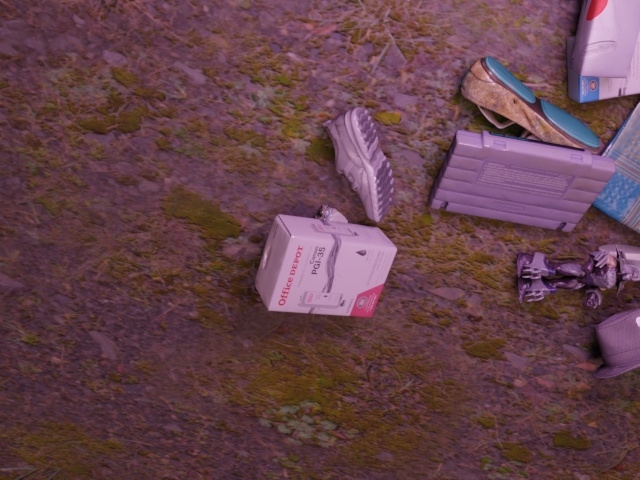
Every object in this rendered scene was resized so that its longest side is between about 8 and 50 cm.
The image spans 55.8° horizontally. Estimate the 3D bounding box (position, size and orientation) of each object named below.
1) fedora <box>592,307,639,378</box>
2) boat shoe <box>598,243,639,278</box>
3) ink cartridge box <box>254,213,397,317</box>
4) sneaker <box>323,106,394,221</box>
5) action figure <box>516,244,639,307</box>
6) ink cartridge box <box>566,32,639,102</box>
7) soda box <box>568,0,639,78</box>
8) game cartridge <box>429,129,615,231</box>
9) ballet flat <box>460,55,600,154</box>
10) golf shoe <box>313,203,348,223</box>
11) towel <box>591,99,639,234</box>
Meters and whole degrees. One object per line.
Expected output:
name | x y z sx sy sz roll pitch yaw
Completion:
fedora | 0.790 0.236 1.508 0.275 0.244 0.124 -24 79 13
boat shoe | 0.793 0.062 1.492 0.227 0.079 0.081 7 106 -4
ink cartridge box | 0.010 0.066 1.445 0.283 0.117 0.207 6 115 -26
sneaker | 0.093 -0.175 1.433 0.115 0.105 0.281 -3 116 35
action figure | 0.629 0.090 1.471 0.285 0.099 0.185 -3 129 21
ink cartridge box | 0.649 -0.391 1.324 0.191 0.082 0.139 -9 111 4
soda box | 0.579 -0.472 1.193 0.098 0.091 0.286 4 117 2
game cartridge | 0.452 -0.135 1.386 0.355 0.068 0.230 10 138 -2
ballet flat | 0.465 -0.280 1.367 0.348 0.123 0.123 32 108 -10
golf shoe | 0.000 0.000 1.503 0.086 0.069 0.176 30 110 -15
towel | 0.820 -0.131 1.415 0.370 0.040 0.271 31 105 -4
